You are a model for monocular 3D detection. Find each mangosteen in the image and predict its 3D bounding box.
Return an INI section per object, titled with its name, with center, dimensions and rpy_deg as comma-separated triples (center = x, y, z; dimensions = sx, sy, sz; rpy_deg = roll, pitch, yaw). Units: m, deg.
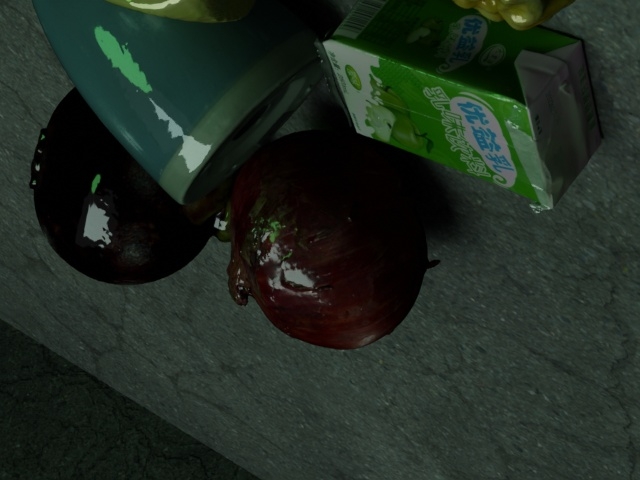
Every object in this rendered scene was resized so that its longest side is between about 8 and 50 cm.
[mangosteen]
center = -0.233, -0.088, 2.206
dimensions = 0.297, 0.313, 0.297
rpy_deg = 23, 118, 54

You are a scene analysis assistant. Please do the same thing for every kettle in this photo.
[kettle]
center = -0.185, -0.242, 1.903
dimensions = 0.342, 0.247, 0.319
rpy_deg = 44, -175, 5

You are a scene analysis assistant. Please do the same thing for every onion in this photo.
[onion]
center = 0.000, 0.000, 2.008
dimensions = 0.276, 0.276, 0.276
rpy_deg = 33, 157, 16

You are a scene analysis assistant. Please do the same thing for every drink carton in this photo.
[drink carton]
center = 0.141, -0.152, 1.679
dimensions = 0.271, 0.108, 0.161
rpy_deg = 24, 154, 34

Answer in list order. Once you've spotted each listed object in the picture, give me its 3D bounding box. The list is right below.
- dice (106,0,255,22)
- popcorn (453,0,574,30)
[dice]
center = -0.147, -0.318, 1.649
dimensions = 0.169, 0.169, 0.166
rpy_deg = 17, 108, 17
[popcorn]
center = 0.119, -0.273, 1.362
dimensions = 0.200, 0.203, 0.226
rpy_deg = 6, 132, 44
